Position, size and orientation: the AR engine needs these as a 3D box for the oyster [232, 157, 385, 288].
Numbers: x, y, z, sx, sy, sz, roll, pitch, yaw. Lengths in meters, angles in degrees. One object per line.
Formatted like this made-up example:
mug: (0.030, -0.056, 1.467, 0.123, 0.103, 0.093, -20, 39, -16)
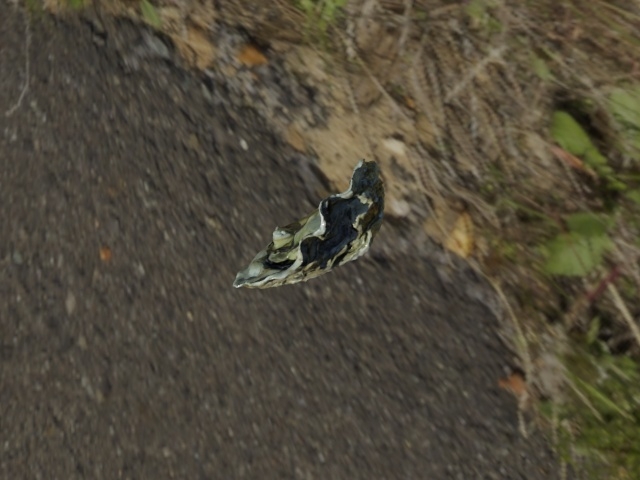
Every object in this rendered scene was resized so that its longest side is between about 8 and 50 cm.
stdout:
oyster: (0.000, 0.000, 0.660, 0.100, 0.098, 0.037, -41, 96, -16)
